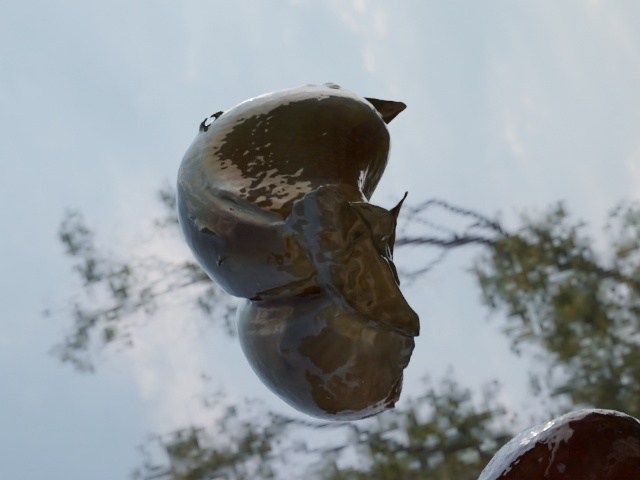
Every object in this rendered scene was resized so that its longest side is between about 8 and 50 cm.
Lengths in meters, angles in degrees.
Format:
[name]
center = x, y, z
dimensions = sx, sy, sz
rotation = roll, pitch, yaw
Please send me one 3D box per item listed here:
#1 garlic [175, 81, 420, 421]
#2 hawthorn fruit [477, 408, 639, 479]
[garlic]
center = 0.000, 0.000, 1.425
dimensions = 0.286, 0.249, 0.313
rotation = 39, -166, -18
[hawthorn fruit]
center = 0.239, 0.325, 1.420
dimensions = 0.330, 0.287, 0.287
rotation = -53, -53, -21
